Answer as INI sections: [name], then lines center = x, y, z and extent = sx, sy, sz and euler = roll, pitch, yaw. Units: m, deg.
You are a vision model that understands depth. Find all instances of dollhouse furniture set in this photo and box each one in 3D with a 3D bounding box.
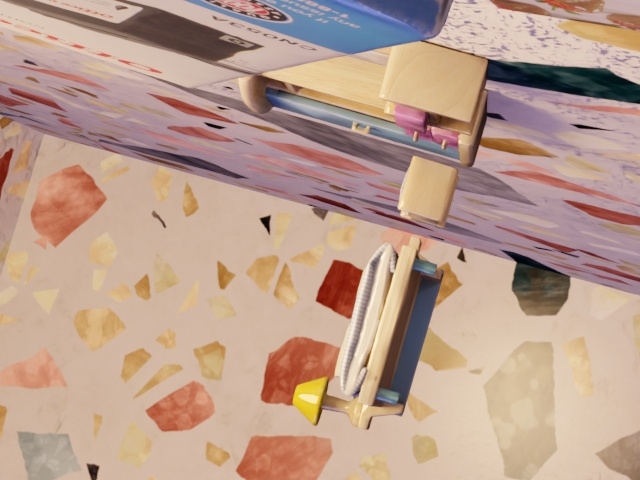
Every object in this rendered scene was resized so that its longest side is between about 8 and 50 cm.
[dollhouse furniture set]
center = 0.000, 0.000, 1.194
extent = 0.198, 0.303, 0.286
euler = 15, 177, 7

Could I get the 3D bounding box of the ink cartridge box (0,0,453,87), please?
[ink cartridge box]
center = -0.093, -0.152, 0.530
extent = 0.223, 0.129, 0.307
euler = 17, 177, -18

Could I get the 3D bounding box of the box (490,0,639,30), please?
[box]
center = 0.201, -0.099, 0.530
extent = 0.324, 0.067, 0.063
euler = 16, 177, 31
